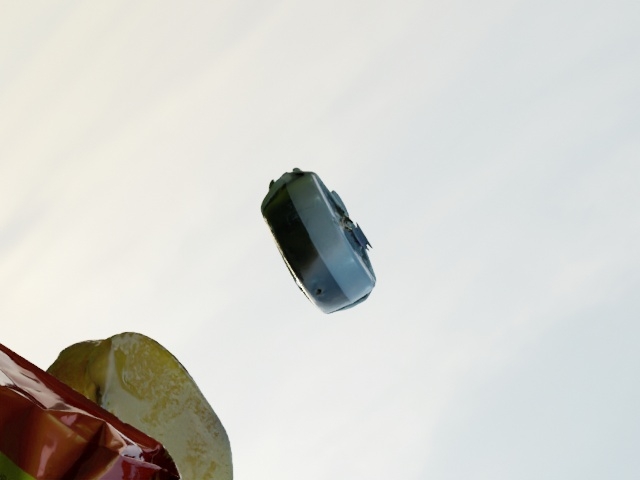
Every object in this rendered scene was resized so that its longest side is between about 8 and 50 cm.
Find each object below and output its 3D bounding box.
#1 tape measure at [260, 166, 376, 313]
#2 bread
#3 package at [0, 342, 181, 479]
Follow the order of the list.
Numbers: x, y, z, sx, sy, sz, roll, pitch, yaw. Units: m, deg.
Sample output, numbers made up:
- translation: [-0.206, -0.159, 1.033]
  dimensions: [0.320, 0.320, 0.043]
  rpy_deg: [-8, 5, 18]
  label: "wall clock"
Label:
- translation: [0.001, 0.002, 1.930]
  dimensions: [0.107, 0.182, 0.181]
  rpy_deg: [-30, -139, 3]
  label: "tape measure"
- translation: [-0.223, 0.237, 1.805]
  dimensions: [0.143, 0.269, 0.195]
  rpy_deg: [-27, -167, 36]
  label: "bread"
- translation: [-0.303, 0.189, 1.302]
  dimensions: [0.196, 0.424, 0.123]
  rpy_deg: [-64, 161, 3]
  label: "package"
